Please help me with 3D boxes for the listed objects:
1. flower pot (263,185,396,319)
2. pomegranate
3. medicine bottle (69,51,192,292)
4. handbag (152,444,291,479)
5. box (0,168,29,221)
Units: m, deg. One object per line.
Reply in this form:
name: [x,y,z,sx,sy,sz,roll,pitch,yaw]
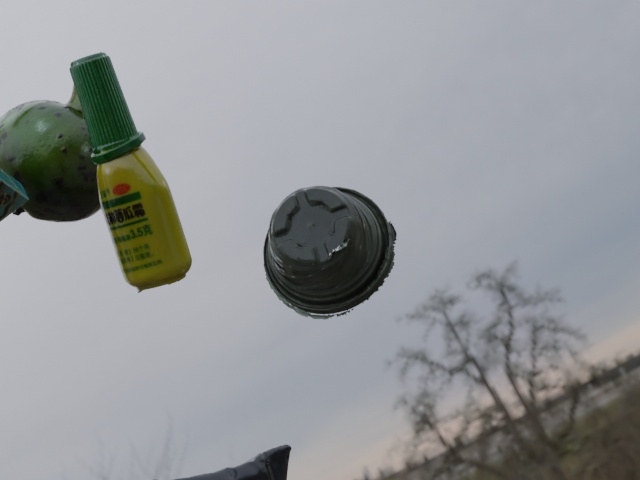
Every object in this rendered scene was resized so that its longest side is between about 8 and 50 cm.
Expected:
flower pot: [0.000,0.000,2.041,0.235,0.235,0.140,-28,-24,3]
pomegranate: [-0.402,-0.147,1.933,0.263,0.211,0.211,-58,-12,-8]
medicine bottle: [-0.250,-0.089,1.586,0.111,0.309,0.076,-13,7,34]
handbag: [-0.134,0.413,1.708,0.211,0.254,0.088,-11,25,-30]
box: [-0.533,-0.066,1.709,0.162,0.041,0.229,-37,-31,5]
